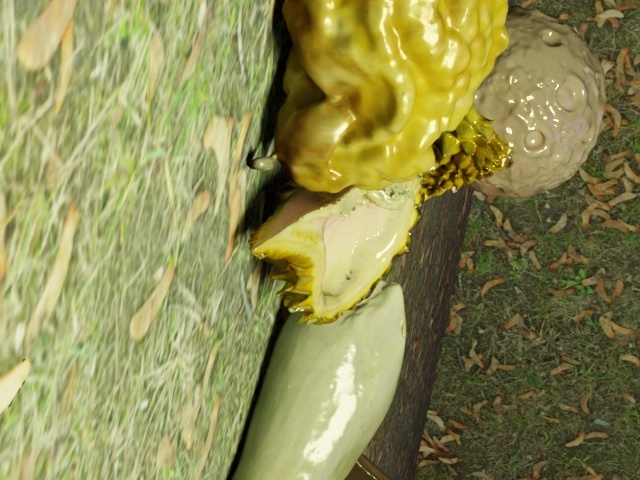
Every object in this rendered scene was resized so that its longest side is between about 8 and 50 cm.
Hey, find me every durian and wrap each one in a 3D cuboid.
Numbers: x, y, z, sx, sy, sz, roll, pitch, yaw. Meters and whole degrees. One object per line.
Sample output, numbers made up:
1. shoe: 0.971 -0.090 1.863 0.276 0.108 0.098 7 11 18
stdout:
1. durian: -0.005 -0.011 0.971 0.140 0.078 0.224 -60 157 15
2. durian: 0.074 -0.077 1.126 0.182 0.132 0.165 -98 -163 -60

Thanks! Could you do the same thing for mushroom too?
1. mushroom: -0.012 0.157 1.091 0.118 0.103 0.270 85 26 -64

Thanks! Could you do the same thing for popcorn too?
1. popcorn: 0.044 -0.124 0.888 0.163 0.140 0.194 -51 156 -58

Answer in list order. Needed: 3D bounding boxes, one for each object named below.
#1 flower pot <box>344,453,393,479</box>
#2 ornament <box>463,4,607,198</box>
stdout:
1. flower pot: 0.036 0.296 1.266 0.084 0.251 0.179 -47 -176 25
2. ornament: 0.265 -0.183 1.868 0.259 0.225 0.259 15 90 -81
